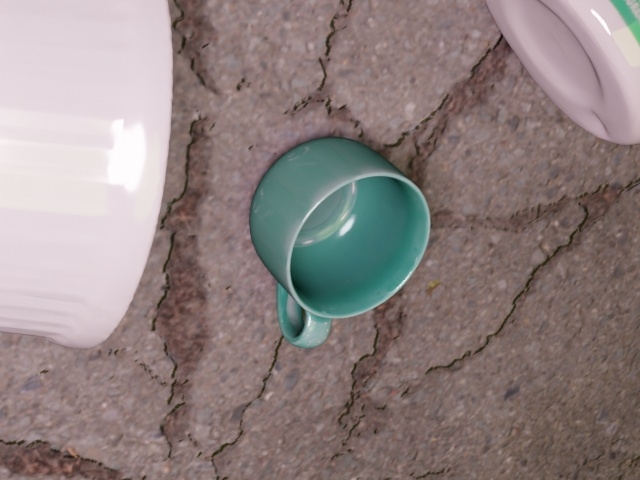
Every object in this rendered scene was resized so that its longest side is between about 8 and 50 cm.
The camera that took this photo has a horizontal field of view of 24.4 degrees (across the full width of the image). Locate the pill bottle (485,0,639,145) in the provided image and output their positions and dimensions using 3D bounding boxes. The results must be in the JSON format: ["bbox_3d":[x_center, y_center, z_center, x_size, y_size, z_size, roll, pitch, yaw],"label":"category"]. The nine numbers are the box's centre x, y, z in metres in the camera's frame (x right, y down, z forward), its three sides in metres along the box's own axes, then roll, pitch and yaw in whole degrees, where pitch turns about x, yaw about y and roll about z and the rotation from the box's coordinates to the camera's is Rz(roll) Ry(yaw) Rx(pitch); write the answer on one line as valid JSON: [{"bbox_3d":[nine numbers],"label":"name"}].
[{"bbox_3d":[0.319,-0.256,1.158,0.361,0.204,0.204,-38,131,-6],"label":"pill bottle"}]

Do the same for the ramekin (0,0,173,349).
[{"bbox_3d":[-0.200,-0.073,0.908,0.135,0.277,0.277,4,116,-26],"label":"ramekin"}]

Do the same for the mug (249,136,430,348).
[{"bbox_3d":[-0.001,-0.008,1.181,0.158,0.097,0.129,-43,132,-2],"label":"mug"}]
